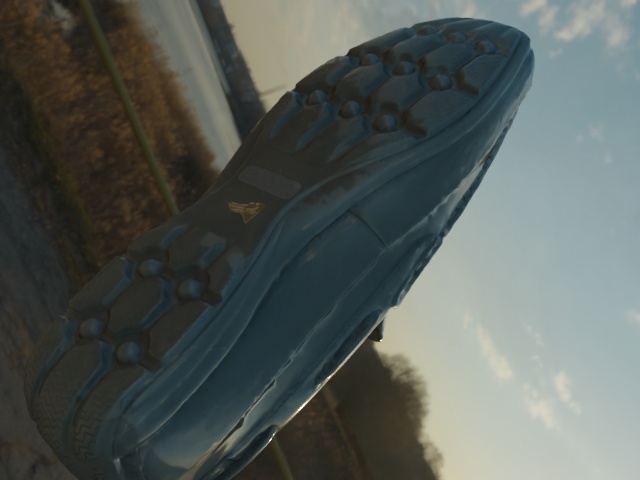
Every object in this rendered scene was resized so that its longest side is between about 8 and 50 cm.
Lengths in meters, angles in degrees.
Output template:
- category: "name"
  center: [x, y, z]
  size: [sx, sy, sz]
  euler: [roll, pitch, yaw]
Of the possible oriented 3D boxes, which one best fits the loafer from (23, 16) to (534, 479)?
- category: "loafer"
  center: [0.000, 0.000, 0.395]
  size: [0.112, 0.319, 0.111]
  euler: [31, -25, 39]
